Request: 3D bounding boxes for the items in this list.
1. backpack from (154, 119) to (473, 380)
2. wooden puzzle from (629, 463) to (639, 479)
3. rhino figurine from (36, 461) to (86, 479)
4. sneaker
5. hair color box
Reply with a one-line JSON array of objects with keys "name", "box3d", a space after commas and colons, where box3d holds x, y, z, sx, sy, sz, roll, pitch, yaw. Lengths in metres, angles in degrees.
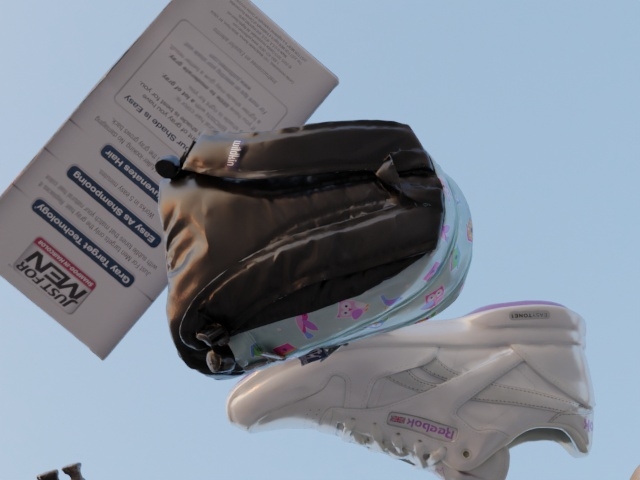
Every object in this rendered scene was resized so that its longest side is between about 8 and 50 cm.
[{"name": "backpack", "box3d": [0.000, 0.000, 0.744, 0.182, 0.115, 0.152, -17, -111, 15]}, {"name": "wooden puzzle", "box3d": [0.127, 0.316, 0.529, 0.080, 0.322, 0.348, 13, -47, 8]}, {"name": "rhino figurine", "box3d": [-0.409, 0.376, 1.566, 0.243, 0.073, 0.106, -18, -93, -23]}, {"name": "sneaker", "box3d": [0.076, 0.136, 0.982, 0.305, 0.114, 0.152, -8, -109, -1]}, {"name": "hair color box", "box3d": [-0.160, -0.074, 1.172, 0.174, 0.105, 0.347, 41, -96, -7]}]
